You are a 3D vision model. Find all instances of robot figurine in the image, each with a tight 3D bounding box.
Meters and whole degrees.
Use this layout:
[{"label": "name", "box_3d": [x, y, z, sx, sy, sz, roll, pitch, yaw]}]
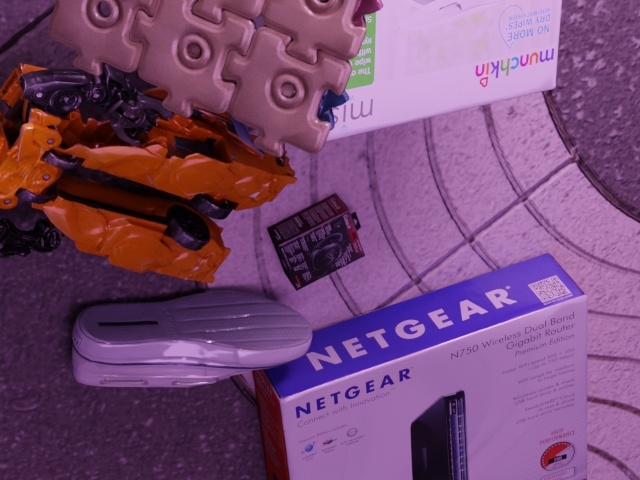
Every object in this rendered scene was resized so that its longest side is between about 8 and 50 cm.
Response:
[{"label": "robot figurine", "box_3d": [-0.178, -0.058, 1.624, 0.291, 0.085, 0.211, 18, 125, -36]}]

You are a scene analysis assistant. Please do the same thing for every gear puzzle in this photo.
[{"label": "gear puzzle", "box_3d": [-0.120, -0.198, 1.463, 0.339, 0.044, 0.175, 24, 113, 10]}]

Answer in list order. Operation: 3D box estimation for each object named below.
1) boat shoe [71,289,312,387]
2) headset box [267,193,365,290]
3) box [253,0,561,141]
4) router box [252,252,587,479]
[{"label": "boat shoe", "box_3d": [-0.124, 0.098, 1.792, 0.226, 0.083, 0.076, 4, 134, -16]}, {"label": "headset box", "box_3d": [0.000, 0.000, 1.803, 0.083, 0.032, 0.062, -28, 132, -7]}, {"label": "box", "box_3d": [0.063, -0.223, 1.564, 0.262, 0.127, 0.231, -14, 118, -33]}, {"label": "router box", "box_3d": [0.108, 0.197, 1.969, 0.335, 0.082, 0.301, -18, 130, -14]}]
